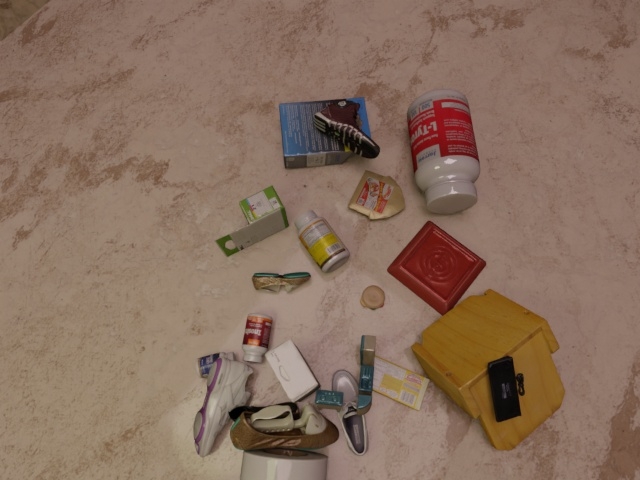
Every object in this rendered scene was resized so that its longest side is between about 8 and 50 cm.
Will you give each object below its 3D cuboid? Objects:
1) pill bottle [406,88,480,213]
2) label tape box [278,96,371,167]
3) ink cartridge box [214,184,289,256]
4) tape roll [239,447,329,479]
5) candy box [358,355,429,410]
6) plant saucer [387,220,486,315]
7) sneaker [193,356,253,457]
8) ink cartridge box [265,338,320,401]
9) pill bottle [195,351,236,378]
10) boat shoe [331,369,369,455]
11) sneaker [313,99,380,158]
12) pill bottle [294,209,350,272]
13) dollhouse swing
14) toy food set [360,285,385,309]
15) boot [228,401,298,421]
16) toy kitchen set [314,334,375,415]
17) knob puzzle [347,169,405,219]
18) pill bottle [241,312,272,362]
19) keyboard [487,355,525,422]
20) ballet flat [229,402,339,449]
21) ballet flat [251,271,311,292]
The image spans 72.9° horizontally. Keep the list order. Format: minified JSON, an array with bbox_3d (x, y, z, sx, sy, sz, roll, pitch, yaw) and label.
[{"bbox_3d":[0.445,-0.314,1.564,0.229,0.229,0.408,-3,70,0],"label":"pill bottle"},{"bbox_3d":[0.016,-0.416,1.676,0.333,0.106,0.241,-5,70,-3],"label":"label tape box"},{"bbox_3d":[-0.249,-0.062,1.509,0.255,0.189,0.097,-27,73,-8],"label":"ink cartridge box"},{"bbox_3d":[-0.105,0.683,1.206,0.246,0.246,0.169,3,70,2],"label":"tape roll"},{"bbox_3d":[0.237,0.455,1.395,0.205,0.027,0.105,23,68,9],"label":"candy box"},{"bbox_3d":[0.412,0.086,1.516,0.259,0.048,0.258,39,76,13],"label":"plant saucer"},{"bbox_3d":[-0.295,0.521,1.337,0.152,0.114,0.305,19,87,-28],"label":"sneaker"},{"bbox_3d":[-0.079,0.400,1.321,0.092,0.219,0.160,-32,73,-9],"label":"ink cartridge box"},{"bbox_3d":[-0.338,0.401,1.408,0.120,0.067,0.067,-14,70,-4],"label":"pill bottle"},{"bbox_3d":[0.099,0.528,1.342,0.095,0.084,0.258,-18,71,-5],"label":"boat shoe"},{"bbox_3d":[0.126,-0.426,1.572,0.281,0.106,0.162,35,70,12],"label":"sneaker"},{"bbox_3d":[0.000,0.000,1.519,0.117,0.117,0.215,-33,72,-10],"label":"pill bottle"},{"bbox_3d":[0.541,0.410,1.381,0.346,0.305,0.315,-33,32,-13],"label":"dollhouse swing"},{"bbox_3d":[0.183,0.197,1.494,0.082,0.020,0.083,19,71,8],"label":"toy food set"},{"bbox_3d":[-0.171,0.527,1.314,0.197,0.137,0.077,-20,49,-7],"label":"boot"},{"bbox_3d":[0.079,0.402,1.315,0.166,0.122,0.207,4,49,8],"label":"toy kitchen set"},{"bbox_3d":[0.223,-0.156,1.617,0.213,0.030,0.213,0,69,1],"label":"knob puzzle"},{"bbox_3d":[-0.210,0.322,1.424,0.086,0.086,0.152,6,70,3],"label":"pill bottle"},{"bbox_3d":[0.531,0.419,1.229,0.108,0.023,0.180,-13,98,-10],"label":"keyboard"},{"bbox_3d":[-0.088,0.535,1.262,0.342,0.116,0.124,9,111,-20],"label":"ballet flat"},{"bbox_3d":[-0.134,0.146,1.506,0.206,0.073,0.067,-1,97,4],"label":"ballet flat"}]
